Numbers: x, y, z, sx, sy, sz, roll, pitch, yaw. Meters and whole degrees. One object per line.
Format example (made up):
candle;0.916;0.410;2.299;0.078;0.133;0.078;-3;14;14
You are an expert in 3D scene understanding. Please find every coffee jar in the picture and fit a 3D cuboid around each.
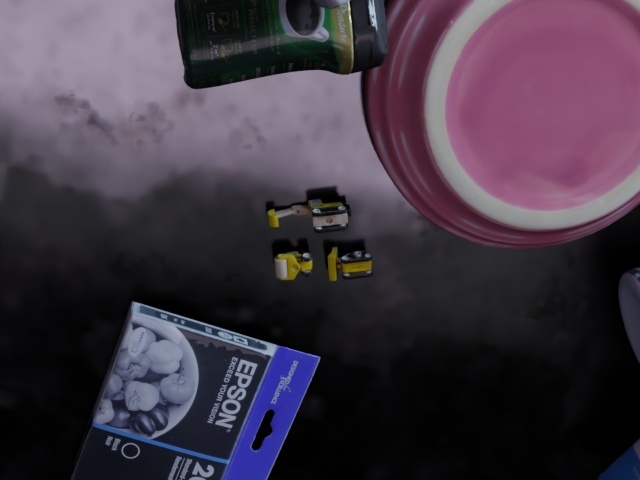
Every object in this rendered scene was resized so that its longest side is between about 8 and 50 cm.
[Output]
coffee jar;-0.033;-0.190;0.924;0.184;0.079;0.096;-6;85;-4

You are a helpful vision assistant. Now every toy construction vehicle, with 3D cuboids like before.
toy construction vehicle;0.000;0.000;1.037;0.098;0.035;0.086;-8;123;-1

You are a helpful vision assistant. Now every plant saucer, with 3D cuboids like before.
plant saucer;0.210;-0.139;0.976;0.332;0.084;0.332;-3;111;-6

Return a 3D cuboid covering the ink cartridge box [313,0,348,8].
ink cartridge box;0.060;-0.403;0.798;0.330;0.071;0.324;-34;113;-8

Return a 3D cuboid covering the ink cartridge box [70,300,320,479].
ink cartridge box;-0.129;0.185;1.085;0.208;0.045;0.206;18;108;-14

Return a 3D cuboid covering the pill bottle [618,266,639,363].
pill bottle;0.441;0.058;1.054;0.245;0.130;0.130;-17;112;1

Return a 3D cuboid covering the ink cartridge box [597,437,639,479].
ink cartridge box;0.465;0.207;1.033;0.223;0.129;0.307;7;135;-26
